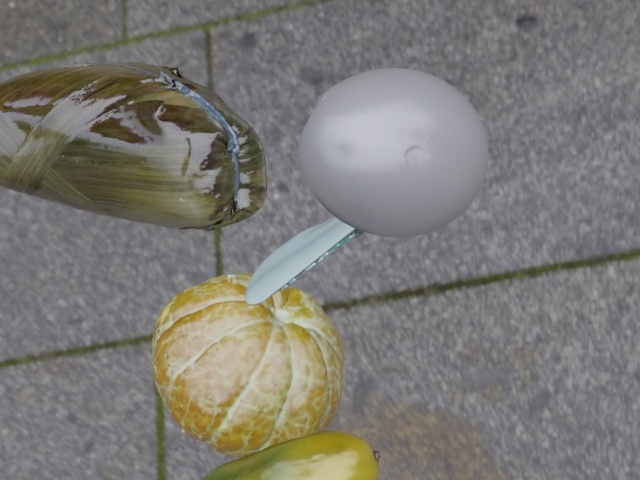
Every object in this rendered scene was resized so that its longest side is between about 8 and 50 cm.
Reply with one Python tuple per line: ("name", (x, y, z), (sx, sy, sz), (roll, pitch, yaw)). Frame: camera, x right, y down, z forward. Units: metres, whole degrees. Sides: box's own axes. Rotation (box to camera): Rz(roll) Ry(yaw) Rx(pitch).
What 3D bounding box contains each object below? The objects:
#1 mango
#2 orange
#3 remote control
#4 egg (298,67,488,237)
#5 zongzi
("mango", (-0.041, 0.265, 1.418), (0.237, 0.137, 0.091), (-19, 82, 43))
("orange", (-0.114, 0.199, 2.103), (0.329, 0.329, 0.249), (46, 122, 29))
("remote control", (0.001, 0.001, 1.696), (0.103, 0.293, 0.051), (-35, 90, -44))
("egg", (0.072, -0.090, 1.334), (0.176, 0.232, 0.176), (1, 92, 41))
("zongzi", (-0.174, -0.065, 0.906), (0.242, 0.112, 0.221), (-5, 15, -24))
